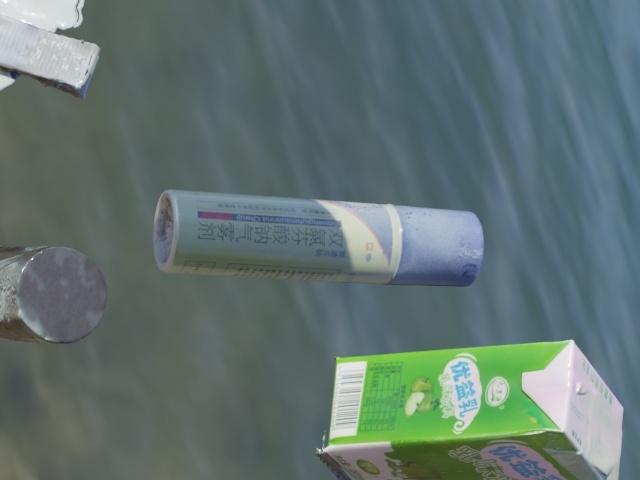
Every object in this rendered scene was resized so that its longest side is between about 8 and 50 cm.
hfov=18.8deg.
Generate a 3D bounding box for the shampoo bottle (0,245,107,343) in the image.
[{"bbox_3d":[-0.194,0.034,1.175,0.057,0.208,0.063,16,82,-27],"label":"shampoo bottle"}]

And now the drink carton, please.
[{"bbox_3d":[0.149,0.187,1.915,0.161,0.271,0.108,47,44,-49],"label":"drink carton"}]

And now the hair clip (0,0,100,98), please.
[{"bbox_3d":[-0.284,-0.177,1.584,0.054,0.220,0.140,76,35,-82],"label":"hair clip"}]

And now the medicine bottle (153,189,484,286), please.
[{"bbox_3d":[0.000,0.000,1.368,0.231,0.059,0.059,3,65,-20],"label":"medicine bottle"}]
